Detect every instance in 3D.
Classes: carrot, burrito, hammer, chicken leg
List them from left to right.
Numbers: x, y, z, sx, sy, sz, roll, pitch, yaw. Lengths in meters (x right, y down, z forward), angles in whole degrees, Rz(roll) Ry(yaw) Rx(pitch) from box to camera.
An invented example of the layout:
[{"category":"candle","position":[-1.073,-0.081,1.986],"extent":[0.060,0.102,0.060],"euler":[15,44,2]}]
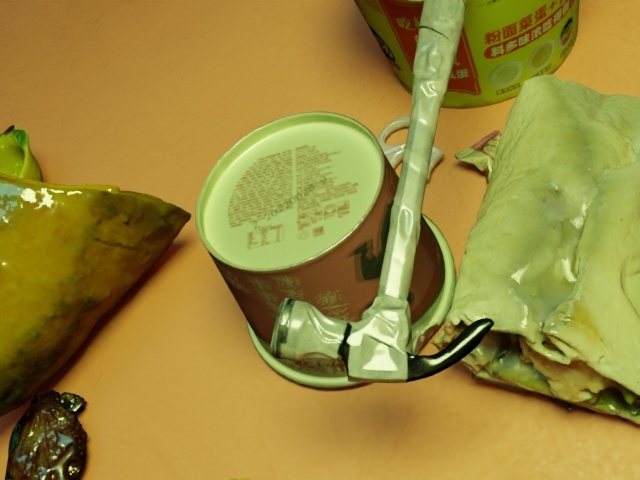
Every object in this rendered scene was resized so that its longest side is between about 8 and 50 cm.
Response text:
[{"category":"carrot","position":[-0.345,0.028,0.771],"extent":[0.241,0.241,0.341],"euler":[28,73,37]},{"category":"chicken leg","position":[-0.257,0.257,0.688],"extent":[0.105,0.051,0.253],"euler":[-34,51,-8]},{"category":"hammer","position":[0.074,-0.098,0.552],"extent":[0.152,0.044,0.427],"euler":[8,71,6]},{"category":"burrito","position":[0.225,-0.025,0.609],"extent":[0.190,0.135,0.332],"euler":[6,58,26]}]

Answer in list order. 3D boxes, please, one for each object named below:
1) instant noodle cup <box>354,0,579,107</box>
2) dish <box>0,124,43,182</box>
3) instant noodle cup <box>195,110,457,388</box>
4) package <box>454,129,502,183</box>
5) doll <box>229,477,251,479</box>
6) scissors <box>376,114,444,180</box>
[{"category":"instant noodle cup","position":[0.165,-0.309,0.791],"extent":[0.311,0.221,0.312],"euler":[-13,51,17]},{"category":"dish","position":[-0.456,-0.066,0.999],"extent":[0.148,0.080,0.208],"euler":[-6,55,26]},{"category":"instant noodle cup","position":[0.000,0.000,0.669],"extent":[0.234,0.178,0.235],"euler":[-12,51,15]},{"category":"package","position":[0.190,-0.081,0.738],"extent":[0.059,0.029,0.083],"euler":[-31,59,-8]},{"category":"doll","position":[-0.105,0.362,0.507],"extent":[0.160,0.094,0.365],"euler":[-10,53,6]},{"category":"scissors","position":[0.038,-0.084,0.818],"extent":[0.212,0.021,0.110],"euler":[-18,48,11]}]
